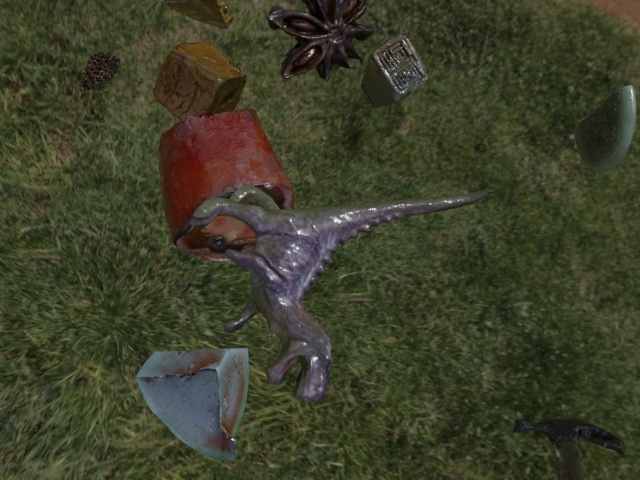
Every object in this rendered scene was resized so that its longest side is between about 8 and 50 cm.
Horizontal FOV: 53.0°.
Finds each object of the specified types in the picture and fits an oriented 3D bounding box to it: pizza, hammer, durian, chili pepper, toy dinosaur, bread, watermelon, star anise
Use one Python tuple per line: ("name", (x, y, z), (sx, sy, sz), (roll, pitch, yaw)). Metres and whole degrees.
("pizza", (-0.292, -0.608, 1.625), (0.188, 0.199, 0.062), (13, 88, -27))
("hammer", (0.267, 0.283, 0.666), (0.125, 0.297, 0.027), (-2, 112, 16))
("durian", (-0.416, -0.322, 1.218), (0.052, 0.066, 0.130), (32, 45, -17))
("chili pepper", (-0.207, -0.139, 1.312), (0.251, 0.229, 0.305), (-32, 63, 21))
("toy dinosaur", (-0.001, 0.003, 0.576), (0.200, 0.072, 0.251), (34, 60, 10))
("bread", (-0.258, -0.336, 1.398), (0.143, 0.158, 0.149), (38, 112, 10))
("watermelon", (-0.249, 0.348, 1.555), (0.320, 0.213, 0.289), (46, 45, 9))
("star anise", (-0.005, -0.415, 1.232), (0.220, 0.099, 0.214), (-11, 102, -18))
("bread", (0.489, -0.176, 1.112), (0.036, 0.193, 0.112), (-2, 78, -2))

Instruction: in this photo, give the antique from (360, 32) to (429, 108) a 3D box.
("antique", (0.194, -0.454, 1.801), (0.125, 0.284, 0.150), (-33, 93, -5))
